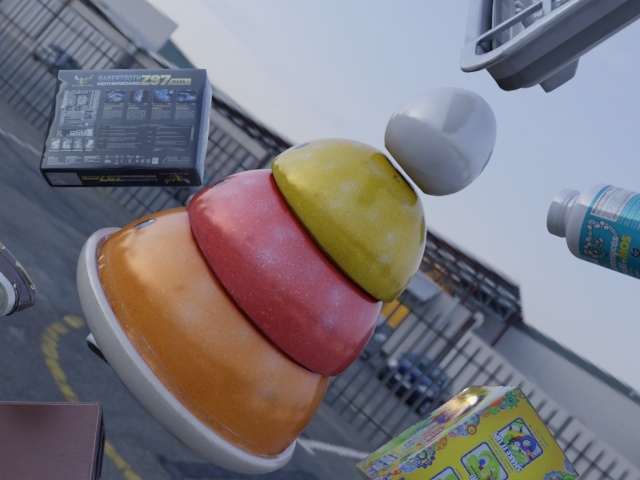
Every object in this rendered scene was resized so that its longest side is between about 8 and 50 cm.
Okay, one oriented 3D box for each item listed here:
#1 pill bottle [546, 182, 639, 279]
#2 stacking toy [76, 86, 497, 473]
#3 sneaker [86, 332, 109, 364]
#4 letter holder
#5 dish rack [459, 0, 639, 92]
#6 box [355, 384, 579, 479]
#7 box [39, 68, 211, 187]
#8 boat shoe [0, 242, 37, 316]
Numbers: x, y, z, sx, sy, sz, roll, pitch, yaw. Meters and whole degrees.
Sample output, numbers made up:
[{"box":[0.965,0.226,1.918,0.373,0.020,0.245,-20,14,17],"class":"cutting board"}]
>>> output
[{"box":[0.539,-0.015,1.462,0.264,0.146,0.146,23,-13,40],"class":"pill bottle"},{"box":[0.000,0.000,0.952,0.350,0.480,0.350,49,8,-10],"class":"stacking toy"},{"box":[-0.301,0.186,1.428,0.106,0.123,0.290,35,-12,22],"class":"sneaker"},{"box":[-0.626,0.474,1.771,0.152,0.302,0.214,102,-13,-47],"class":"letter holder"},{"box":[0.271,-0.261,0.772,0.072,0.286,0.332,47,29,-18],"class":"dish rack"},{"box":[0.236,0.397,1.426,0.177,0.279,0.290,57,-10,6],"class":"box"},{"box":[-0.287,-0.170,1.244,0.233,0.183,0.059,0,-26,2],"class":"box"},{"box":[-0.705,0.024,1.694,0.324,0.116,0.097,44,21,16],"class":"boat shoe"}]
